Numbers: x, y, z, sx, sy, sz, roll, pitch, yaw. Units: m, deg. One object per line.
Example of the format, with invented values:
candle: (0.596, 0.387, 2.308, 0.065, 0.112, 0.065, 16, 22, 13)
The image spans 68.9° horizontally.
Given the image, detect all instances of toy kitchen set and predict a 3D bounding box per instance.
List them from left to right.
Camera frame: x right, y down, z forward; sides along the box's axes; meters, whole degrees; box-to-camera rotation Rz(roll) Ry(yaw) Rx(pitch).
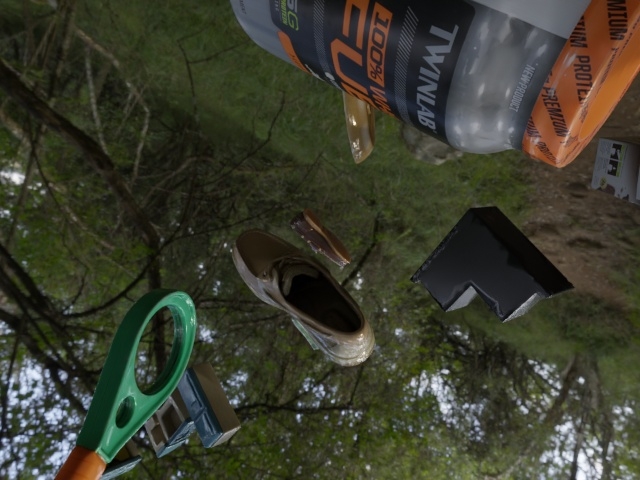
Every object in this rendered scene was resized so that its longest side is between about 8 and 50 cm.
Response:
toy kitchen set: (-0.263, 0.317, 0.744, 0.166, 0.207, 0.122, -5, -129, -49)

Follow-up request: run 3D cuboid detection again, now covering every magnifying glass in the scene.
magnifying glass: (-0.150, 0.131, 0.337, 0.026, 0.230, 0.092, 9, 135, 14)

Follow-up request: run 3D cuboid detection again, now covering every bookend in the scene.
bookend: (0.236, 0.060, 0.669, 0.072, 0.156, 0.157, -6, -130, -40)

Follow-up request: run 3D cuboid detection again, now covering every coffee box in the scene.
coffee box: (0.693, -0.124, 0.889, 0.168, 0.118, 0.297, -2, -161, -3)

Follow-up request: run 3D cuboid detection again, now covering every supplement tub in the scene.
supplement tub: (0.089, -0.197, 0.377, 0.316, 0.193, 0.194, 36, -171, 27)

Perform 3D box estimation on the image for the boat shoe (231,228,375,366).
boat shoe: (-0.038, 0.068, 0.813, 0.341, 0.122, 0.110, 36, 156, 29)

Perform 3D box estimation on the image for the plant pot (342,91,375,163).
plant pot: (0.066, -0.247, 0.771, 0.033, 0.236, 0.236, -4, 174, 12)

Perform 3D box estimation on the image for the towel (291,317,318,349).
towel: (0.013, 0.212, 1.151, 0.152, 0.023, 0.113, -25, 110, 35)

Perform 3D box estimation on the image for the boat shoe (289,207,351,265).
boat shoe: (0.000, 0.000, 1.333, 0.207, 0.073, 0.073, 47, -158, -15)
